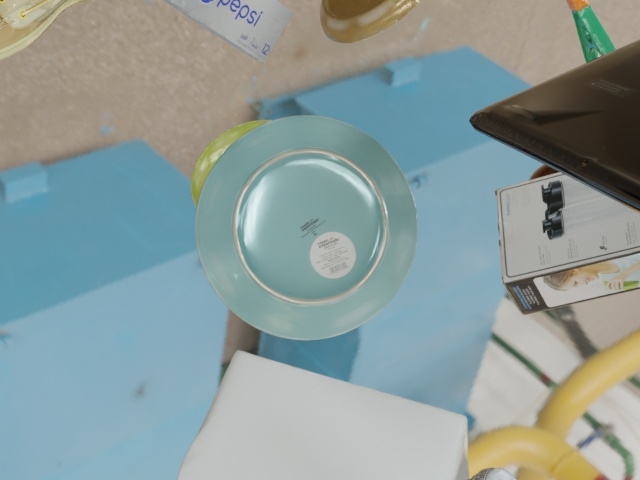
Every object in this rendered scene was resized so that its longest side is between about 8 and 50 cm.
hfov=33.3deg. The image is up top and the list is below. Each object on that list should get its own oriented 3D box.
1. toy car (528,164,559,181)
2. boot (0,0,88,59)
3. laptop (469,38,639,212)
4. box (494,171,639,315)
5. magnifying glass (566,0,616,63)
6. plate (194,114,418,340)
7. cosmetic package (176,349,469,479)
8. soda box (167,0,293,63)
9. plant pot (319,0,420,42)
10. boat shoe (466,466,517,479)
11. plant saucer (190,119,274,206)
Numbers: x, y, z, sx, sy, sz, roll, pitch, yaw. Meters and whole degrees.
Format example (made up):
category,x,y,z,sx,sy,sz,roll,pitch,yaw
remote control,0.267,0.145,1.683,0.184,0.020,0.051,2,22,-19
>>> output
category,x,y,z,sx,sy,sz,roll,pitch,yaw
toy car,0.423,-0.098,1.640,0.188,0.149,0.155,-51,-177,41
boot,-0.318,-0.301,1.099,0.262,0.095,0.203,-31,158,-8
laptop,0.380,-0.006,0.668,0.407,0.382,0.236,-24,118,-14
box,0.386,-0.019,1.429,0.289,0.169,0.087,-16,139,21
magnifying glass,0.326,-0.261,1.299,0.026,0.092,0.231,-30,107,3
plate,-0.009,-0.011,0.884,0.188,0.188,0.024,-45,-175,-7
cosmetic package,0.002,0.410,1.436,0.394,0.327,0.330,76,32,-56
soda box,-0.165,-0.372,1.608,0.286,0.091,0.098,23,99,-57
plant pot,0.088,-0.418,1.715,0.236,0.236,0.032,-49,128,-1
boat shoe,0.179,0.300,0.919,0.076,0.228,0.080,-31,-170,34
plant saucer,-0.114,-0.109,1.932,0.241,0.241,0.037,-42,150,-12
